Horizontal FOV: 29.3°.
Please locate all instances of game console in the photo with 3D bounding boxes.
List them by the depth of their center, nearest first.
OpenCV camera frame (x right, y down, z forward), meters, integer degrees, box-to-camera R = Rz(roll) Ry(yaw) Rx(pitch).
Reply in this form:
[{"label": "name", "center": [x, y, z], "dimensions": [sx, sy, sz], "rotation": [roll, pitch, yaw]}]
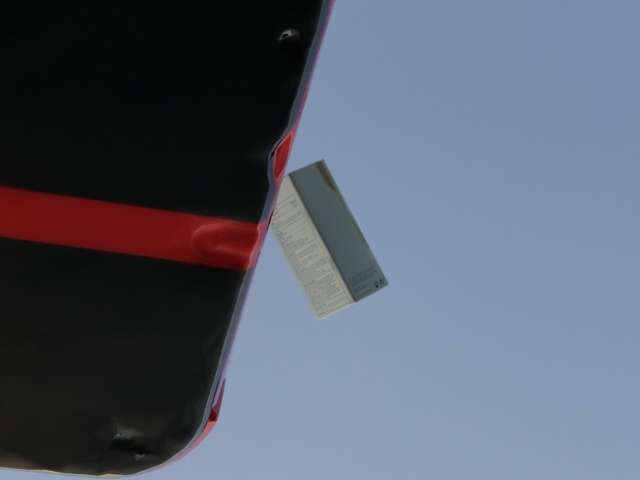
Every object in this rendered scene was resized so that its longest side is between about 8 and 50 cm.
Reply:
[{"label": "game console", "center": [-0.211, -0.030, 0.569], "dimensions": [0.386, 0.060, 0.342], "rotation": [8, -56, -13]}]

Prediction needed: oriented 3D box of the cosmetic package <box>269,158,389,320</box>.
[{"label": "cosmetic package", "center": [0.000, 0.000, 0.973], "dimensions": [0.041, 0.060, 0.115], "rotation": [-25, -92, -38]}]
